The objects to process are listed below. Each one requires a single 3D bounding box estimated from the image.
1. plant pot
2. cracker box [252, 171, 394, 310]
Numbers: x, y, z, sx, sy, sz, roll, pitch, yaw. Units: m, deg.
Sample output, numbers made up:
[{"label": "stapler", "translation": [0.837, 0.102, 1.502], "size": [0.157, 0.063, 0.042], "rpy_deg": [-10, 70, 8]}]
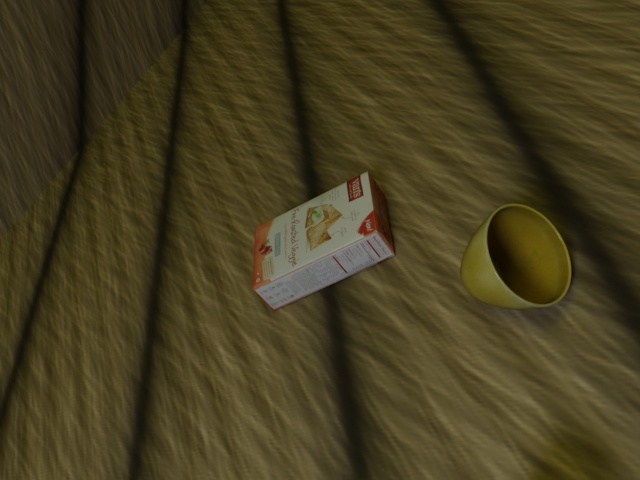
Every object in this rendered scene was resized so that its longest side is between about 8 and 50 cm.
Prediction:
[{"label": "plant pot", "translation": [0.233, 0.033, 0.913], "size": [0.095, 0.134, 0.134], "rpy_deg": [-39, 22, 54]}, {"label": "cracker box", "translation": [0.000, 0.000, 1.195], "size": [0.232, 0.067, 0.155], "rpy_deg": [-26, 38, 18]}]
